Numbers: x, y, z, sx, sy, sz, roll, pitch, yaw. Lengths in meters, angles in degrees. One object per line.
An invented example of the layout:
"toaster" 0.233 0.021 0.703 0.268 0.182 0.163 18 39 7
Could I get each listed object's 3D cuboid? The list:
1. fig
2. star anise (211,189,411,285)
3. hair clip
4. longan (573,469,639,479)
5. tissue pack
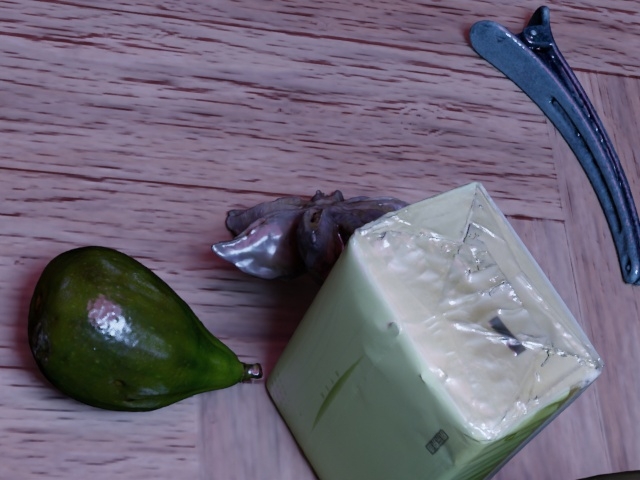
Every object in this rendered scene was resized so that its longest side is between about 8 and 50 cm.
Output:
"fig" -0.123 0.077 1.002 0.177 0.117 0.117 32 53 -27
"star anise" 0.000 0.000 1.065 0.182 0.195 0.065 -12 109 -47
"hair clip" 0.230 -0.087 1.248 0.083 0.048 0.275 -16 69 -31
"longan" 0.217 0.318 0.854 0.361 0.361 0.361 9 59 -15
"tissue pack" 0.067 0.092 0.971 0.125 0.234 0.159 -23 71 -29
